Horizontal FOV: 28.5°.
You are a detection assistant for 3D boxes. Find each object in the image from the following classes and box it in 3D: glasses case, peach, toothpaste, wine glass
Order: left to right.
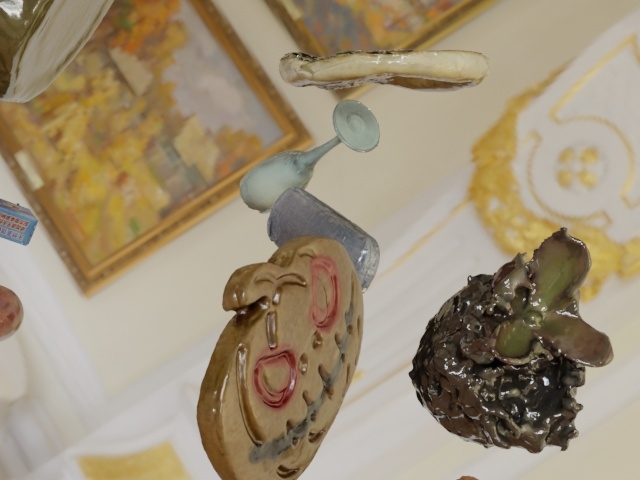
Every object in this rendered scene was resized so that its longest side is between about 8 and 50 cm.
[{"bbox_3d":[-0.586,-0.065,1.998,0.272,0.053,0.066,22,6,-30],"label":"toothpaste"},{"bbox_3d":[-0.440,0.098,1.694,0.083,0.083,0.083,57,-3,5],"label":"peach"},{"bbox_3d":[0.000,0.000,2.054,0.067,0.109,0.282,15,14,-40],"label":"glasses case"},{"bbox_3d":[0.042,-0.118,2.248,0.264,0.309,0.096,16,60,-31],"label":"wine glass"}]

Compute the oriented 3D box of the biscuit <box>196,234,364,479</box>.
[{"bbox_3d":[-0.041,0.148,1.645,0.063,0.367,0.314,8,-42,29],"label":"biscuit"}]

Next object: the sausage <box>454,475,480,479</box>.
[{"bbox_3d":[0.257,0.417,1.790,0.197,0.076,0.076,41,-9,21],"label":"sausage"}]

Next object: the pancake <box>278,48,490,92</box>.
[{"bbox_3d":[0.076,-0.207,1.531,0.282,0.282,0.049,-149,-122,-83],"label":"pancake"}]

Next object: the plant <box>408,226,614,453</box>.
[{"bbox_3d":[0.207,0.127,1.363,0.178,0.204,0.234,37,-26,-7],"label":"plant"}]

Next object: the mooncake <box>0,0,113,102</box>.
[{"bbox_3d":[-0.453,-0.404,1.941,0.201,0.378,0.378,34,-3,0],"label":"mooncake"}]
